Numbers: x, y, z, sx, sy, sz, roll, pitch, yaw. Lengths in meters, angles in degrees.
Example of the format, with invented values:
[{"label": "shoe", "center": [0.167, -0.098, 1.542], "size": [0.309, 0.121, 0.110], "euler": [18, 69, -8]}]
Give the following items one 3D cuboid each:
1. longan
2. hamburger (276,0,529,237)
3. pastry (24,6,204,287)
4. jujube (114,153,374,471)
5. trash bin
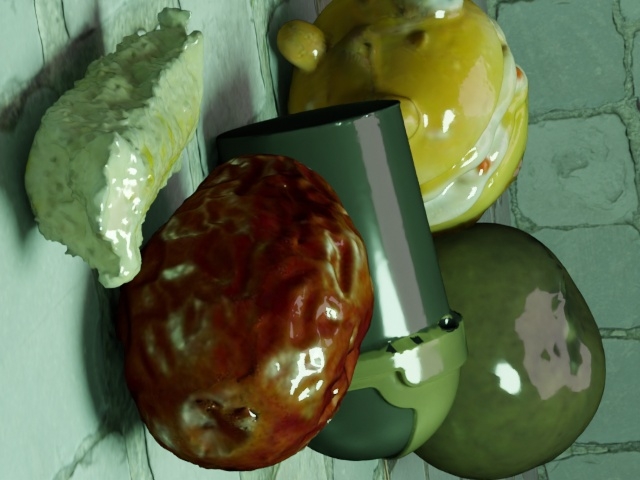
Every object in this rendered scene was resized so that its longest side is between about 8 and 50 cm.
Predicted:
[{"label": "longan", "center": [0.207, 0.140, 2.156], "size": [0.319, 0.319, 0.318], "euler": [-4, 90, -77]}, {"label": "hamburger", "center": [0.080, -0.160, 1.837], "size": [0.237, 0.276, 0.276], "euler": [40, 47, -58]}, {"label": "pastry", "center": [-0.139, -0.063, 1.200], "size": [0.258, 0.089, 0.121], "euler": [-68, 154, -60]}, {"label": "jujube", "center": [-0.057, 0.049, 1.317], "size": [0.290, 0.197, 0.197], "euler": [-78, 159, -52]}, {"label": "trash bin", "center": [0.020, 0.048, 1.592], "size": [0.214, 0.214, 0.333], "euler": [-47, 127, -72]}]
